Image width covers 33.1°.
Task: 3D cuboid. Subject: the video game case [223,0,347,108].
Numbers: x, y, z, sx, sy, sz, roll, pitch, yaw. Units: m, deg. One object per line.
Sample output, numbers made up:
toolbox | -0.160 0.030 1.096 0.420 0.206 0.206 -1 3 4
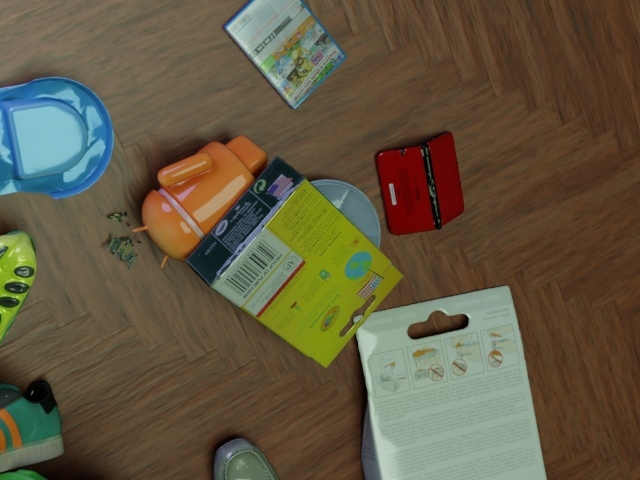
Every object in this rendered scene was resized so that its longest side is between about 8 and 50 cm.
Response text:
video game case | -0.051 -0.299 1.627 0.119 0.015 0.166 -46 114 -9

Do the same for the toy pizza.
toy pizza | 0.000 0.000 1.704 0.201 0.032 0.201 -6 107 -20

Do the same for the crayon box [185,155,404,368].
crayon box | -0.029 0.043 1.603 0.202 0.081 0.318 -49 137 -2

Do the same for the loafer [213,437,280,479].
loafer | -0.085 0.465 1.727 0.112 0.111 0.319 -26 110 -16

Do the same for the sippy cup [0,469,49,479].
sippy cup | -0.364 0.445 1.529 0.224 0.305 0.240 17 83 -56

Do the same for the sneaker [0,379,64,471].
sneaker | -0.472 0.259 1.467 0.302 0.108 0.121 -2 83 -64

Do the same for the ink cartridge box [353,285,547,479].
ink cartridge box | 0.212 0.293 1.854 0.308 0.091 0.385 -10 89 -20

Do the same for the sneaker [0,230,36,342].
sneaker | -0.472 0.110 1.484 0.109 0.123 0.295 37 105 -11

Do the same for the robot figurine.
robot figurine | -0.169 -0.058 1.568 0.219 0.158 0.128 -41 88 -10

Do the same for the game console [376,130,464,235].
game console | 0.165 -0.094 1.766 0.124 0.085 0.144 -8 107 11

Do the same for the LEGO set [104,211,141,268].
LEGO set | -0.292 0.000 1.590 0.054 0.023 0.083 7 86 -26

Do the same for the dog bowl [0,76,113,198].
dog bowl | -0.435 -0.132 1.467 0.297 0.074 0.166 -12 106 -20
